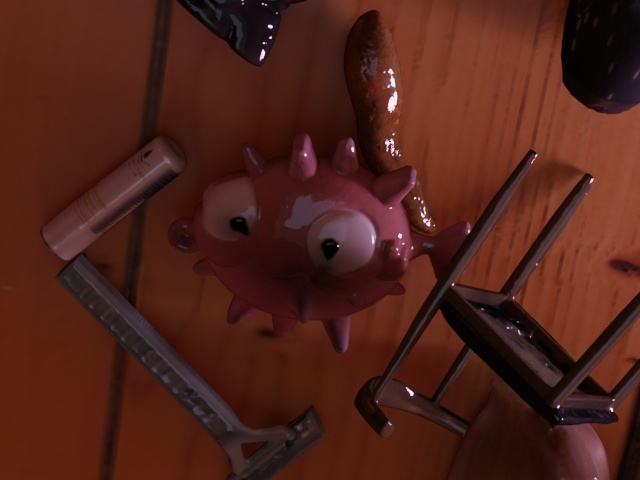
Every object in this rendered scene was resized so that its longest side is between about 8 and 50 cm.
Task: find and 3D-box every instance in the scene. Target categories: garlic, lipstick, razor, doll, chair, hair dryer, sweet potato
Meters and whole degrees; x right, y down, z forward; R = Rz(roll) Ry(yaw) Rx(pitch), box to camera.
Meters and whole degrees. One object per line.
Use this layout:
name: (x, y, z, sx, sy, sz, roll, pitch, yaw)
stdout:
garlic: (0.175, 0.258, 1.741, 0.128, 0.148, 0.266, 14, 113, -45)
lipstick: (-0.178, -0.037, 1.640, 0.141, 0.040, 0.040, -37, 108, 14)
razor: (-0.129, 0.119, 1.699, 0.111, 0.056, 0.278, -41, 107, 18)
doll: (0.000, 0.000, 1.621, 0.262, 0.093, 0.211, 10, 125, 2)
chair: (0.173, 0.088, 1.578, 0.166, 0.188, 0.272, 45, 104, 22)
hair dryer: (0.387, -0.209, 1.533, 0.359, 0.120, 0.303, 15, 120, -18)
sweet potato: (0.057, -0.092, 1.613, 0.050, 0.050, 0.214, -12, 117, 6)

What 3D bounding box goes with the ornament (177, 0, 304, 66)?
ornament: (-0.041, -0.304, 1.499, 0.251, 0.106, 0.260, 38, 104, -17)
